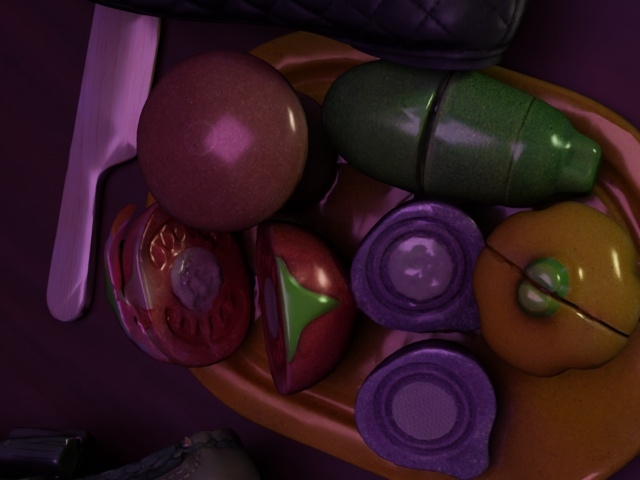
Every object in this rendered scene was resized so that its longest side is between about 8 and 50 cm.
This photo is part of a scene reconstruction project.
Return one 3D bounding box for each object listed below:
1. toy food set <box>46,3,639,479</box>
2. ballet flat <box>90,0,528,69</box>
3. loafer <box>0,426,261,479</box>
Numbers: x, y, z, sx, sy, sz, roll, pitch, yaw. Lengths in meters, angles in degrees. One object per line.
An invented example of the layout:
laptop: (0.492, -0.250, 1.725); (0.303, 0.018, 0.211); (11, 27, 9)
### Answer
toy food set: (0.000, 0.000, 0.500); (0.218, 0.071, 0.128); (19, 95, 20)
ballet flat: (-0.023, -0.087, 0.497); (0.173, 0.057, 0.049); (12, 112, 16)
loafer: (-0.141, 0.100, 0.541); (0.267, 0.096, 0.084); (-24, 75, 20)
